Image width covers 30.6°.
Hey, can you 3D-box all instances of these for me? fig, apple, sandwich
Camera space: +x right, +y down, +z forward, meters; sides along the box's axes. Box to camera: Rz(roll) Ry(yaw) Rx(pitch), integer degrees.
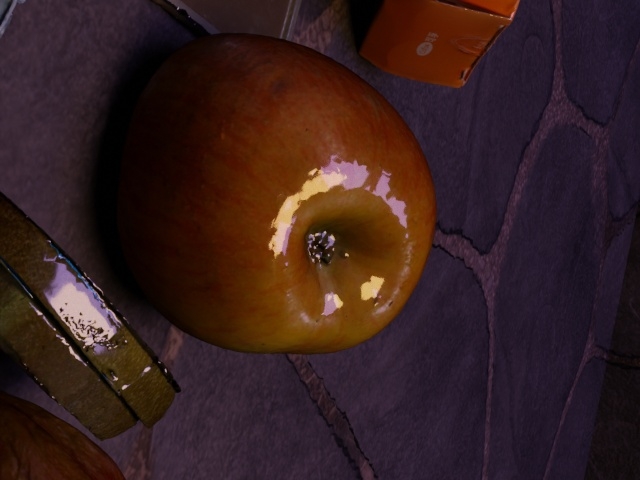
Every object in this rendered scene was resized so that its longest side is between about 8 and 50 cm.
[{"bbox_3d":[-0.261,0.177,0.840,0.290,0.190,0.191,57,47,-28],"label":"fig"},{"bbox_3d":[-0.030,-0.034,1.061,0.301,0.301,0.302,-24,119,-56],"label":"apple"},{"bbox_3d":[-0.215,0.051,0.886,0.079,0.159,0.235,-44,138,-14],"label":"sandwich"}]

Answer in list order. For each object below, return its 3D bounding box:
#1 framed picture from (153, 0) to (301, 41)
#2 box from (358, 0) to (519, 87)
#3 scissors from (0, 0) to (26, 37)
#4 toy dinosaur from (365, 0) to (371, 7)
[{"bbox_3d":[-0.095,-0.319,1.116,0.335,0.022,0.247,28,74,-59],"label":"framed picture"},{"bbox_3d":[0.168,-0.373,1.349,0.225,0.143,0.341,123,-14,-75],"label":"box"},{"bbox_3d":[-0.173,-0.228,0.748,0.029,0.360,0.191,32,57,-12],"label":"scissors"},{"bbox_3d":[0.085,-0.519,1.341,0.301,0.087,0.447,-86,-172,-48],"label":"toy dinosaur"}]
